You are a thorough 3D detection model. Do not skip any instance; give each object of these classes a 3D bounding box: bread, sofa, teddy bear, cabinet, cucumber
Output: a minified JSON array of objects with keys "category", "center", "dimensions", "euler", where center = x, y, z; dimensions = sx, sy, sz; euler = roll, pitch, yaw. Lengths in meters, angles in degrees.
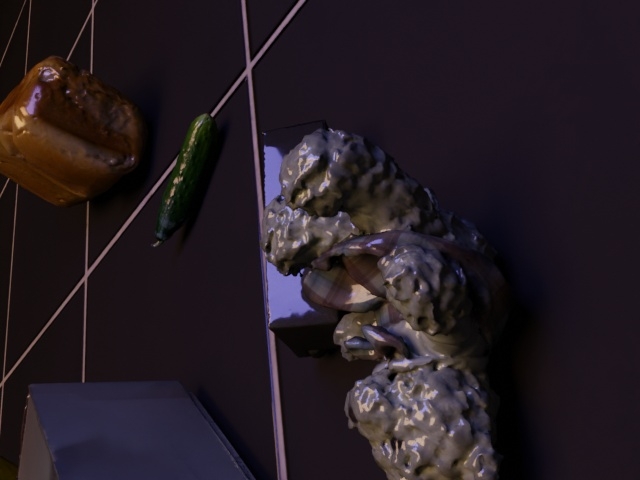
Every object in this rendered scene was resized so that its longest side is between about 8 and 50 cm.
[{"category":"bread","center":[-0.334,-0.129,1.031],"dimensions":[0.294,0.167,0.132],"euler":[0,58,60]},{"category":"sofa","center":[0.000,0.000,0.548],"dimensions":[0.085,0.060,0.147],"euler":[63,-159,-65]},{"category":"teddy bear","center":[0.051,0.046,0.420],"dimensions":[0.213,0.111,0.133],"euler":[67,164,8]},{"category":"cabinet","center":[-0.151,0.221,0.631],"dimensions":[0.206,0.150,0.145],"euler":[33,114,57]},{"category":"cucumber","center":[-0.135,-0.058,0.801],"dimensions":[0.155,0.037,0.037],"euler":[-65,34,20]}]

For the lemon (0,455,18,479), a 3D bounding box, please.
[{"category":"lemon","center":[-0.487,0.397,0.966],"dimensions":[0.364,0.364,0.364],"euler":[-24,61,54]}]
